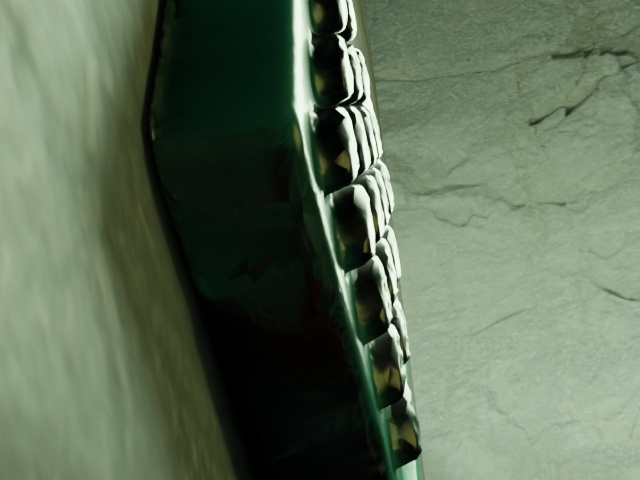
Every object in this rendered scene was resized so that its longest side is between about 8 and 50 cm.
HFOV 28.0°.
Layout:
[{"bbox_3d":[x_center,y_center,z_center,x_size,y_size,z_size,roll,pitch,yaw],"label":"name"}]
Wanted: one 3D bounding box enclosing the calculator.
[{"bbox_3d":[0.000,0.000,0.499,0.248,0.058,0.274,-93,171,-55],"label":"calculator"}]
